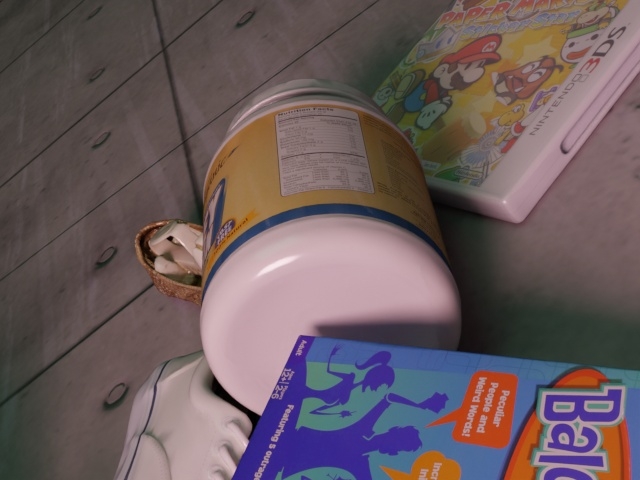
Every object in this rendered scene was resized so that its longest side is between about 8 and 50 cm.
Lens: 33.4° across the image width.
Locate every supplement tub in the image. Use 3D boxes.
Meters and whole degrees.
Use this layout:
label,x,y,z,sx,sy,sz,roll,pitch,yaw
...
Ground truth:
label,x,y,z,sx,sy,sz,roll,pitch,yaw
supplement tub,0.000,0.000,0.652,0.144,0.144,0.199,-33,31,17

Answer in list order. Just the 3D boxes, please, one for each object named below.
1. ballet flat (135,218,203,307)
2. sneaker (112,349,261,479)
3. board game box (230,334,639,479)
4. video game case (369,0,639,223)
label,x,y,z,sx,sy,sz,roll,pitch,yaw
ballet flat,-0.082,0.017,0.806,0.206,0.067,0.073,2,51,51
sneaker,-0.067,0.141,0.604,0.091,0.094,0.258,-37,29,19
board game box,0.056,0.126,0.471,0.210,0.047,0.160,3,51,31
video game case,0.124,-0.114,0.767,0.206,0.026,0.227,-50,30,-12
